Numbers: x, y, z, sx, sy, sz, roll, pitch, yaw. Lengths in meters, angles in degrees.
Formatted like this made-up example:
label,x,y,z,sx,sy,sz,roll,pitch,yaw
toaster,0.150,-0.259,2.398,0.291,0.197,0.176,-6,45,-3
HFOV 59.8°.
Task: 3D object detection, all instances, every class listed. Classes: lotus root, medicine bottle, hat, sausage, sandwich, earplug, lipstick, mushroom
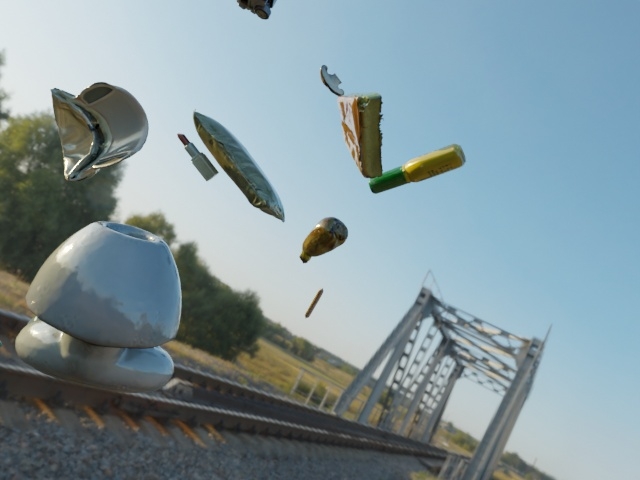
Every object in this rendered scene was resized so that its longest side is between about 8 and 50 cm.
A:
label,x,y,z,sx,sy,sz,roll,pitch,yaw
lotus root,0.000,0.000,1.658,0.108,0.095,0.190,16,-38,-40
medicine bottle,0.253,-0.185,1.479,0.260,0.064,0.095,-20,-12,20
hat,-0.503,-0.247,1.282,0.225,0.220,0.164,-10,-5,-8
sausage,-0.017,0.167,1.482,0.015,0.100,0.015,26,17,-9
sandwich,0.087,-0.301,1.353,0.245,0.063,0.212,83,-12,-51
earplug,-0.288,0.110,0.749,0.214,0.175,0.326,17,-42,-14
lipstick,-0.290,-0.199,1.292,0.129,0.030,0.030,52,18,-8
mushroom,0.031,-0.444,1.556,0.101,0.049,0.019,55,-25,-2

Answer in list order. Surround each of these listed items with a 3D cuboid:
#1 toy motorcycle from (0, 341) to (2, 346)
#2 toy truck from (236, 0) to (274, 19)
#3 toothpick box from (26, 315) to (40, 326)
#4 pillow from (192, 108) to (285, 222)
label,x,y,z,sx,sy,sz,roll,pitch,yaw
toy motorcycle,-0.698,0.176,1.116,0.190,0.074,0.106,25,-52,30
toy truck,-0.200,-0.914,1.863,0.177,0.177,0.363,27,-15,-2
toothpick box,-0.465,0.147,1.049,0.101,0.153,0.101,44,25,-26
pillow,-0.190,-0.175,1.311,0.302,0.075,0.185,52,3,13
